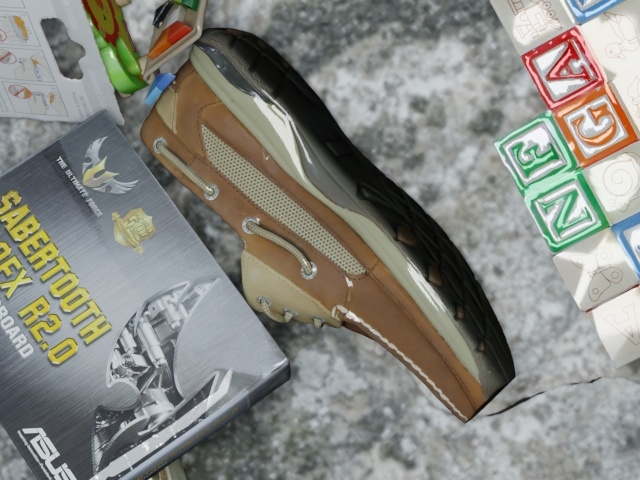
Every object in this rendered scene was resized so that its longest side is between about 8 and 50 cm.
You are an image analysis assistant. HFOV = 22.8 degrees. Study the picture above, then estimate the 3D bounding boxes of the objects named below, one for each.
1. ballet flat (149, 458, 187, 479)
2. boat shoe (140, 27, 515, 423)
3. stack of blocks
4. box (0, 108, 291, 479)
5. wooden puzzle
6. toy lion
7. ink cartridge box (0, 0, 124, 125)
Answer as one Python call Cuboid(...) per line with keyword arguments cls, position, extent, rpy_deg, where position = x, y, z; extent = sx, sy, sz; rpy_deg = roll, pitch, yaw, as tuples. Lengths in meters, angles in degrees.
Cuboid(cls="ballet flat", position=(-0.164, 0.103, 1.149), extent=(0.086, 0.086, 0.248), rpy_deg=(-26, 89, 11))
Cuboid(cls="boat shoe", position=(0.000, 0.000, 1.101), extent=(0.120, 0.122, 0.324), rpy_deg=(-44, 78, 16))
Cuboid(cls="stack of blocks", position=(0.203, -0.087, 1.062), extent=(0.171, 0.087, 0.297), rpy_deg=(-28, 89, 12))
Cuboid(cls="box", position=(-0.158, 0.052, 1.091), extent=(0.183, 0.056, 0.231), rpy_deg=(-34, 74, -9))
Cuboid(cls="wooden puzzle", position=(-0.101, -0.155, 1.112), extent=(0.014, 0.116, 0.078), rpy_deg=(29, 130, -27))
Cuboid(cls="toy lion", position=(-0.155, -0.152, 1.120), extent=(0.034, 0.096, 0.100), rpy_deg=(-22, 91, 12))
Cuboid(cls="ink cartridge box", position=(-0.257, -0.155, 1.100), extent=(0.224, 0.181, 0.056), rpy_deg=(2, 60, 8))
